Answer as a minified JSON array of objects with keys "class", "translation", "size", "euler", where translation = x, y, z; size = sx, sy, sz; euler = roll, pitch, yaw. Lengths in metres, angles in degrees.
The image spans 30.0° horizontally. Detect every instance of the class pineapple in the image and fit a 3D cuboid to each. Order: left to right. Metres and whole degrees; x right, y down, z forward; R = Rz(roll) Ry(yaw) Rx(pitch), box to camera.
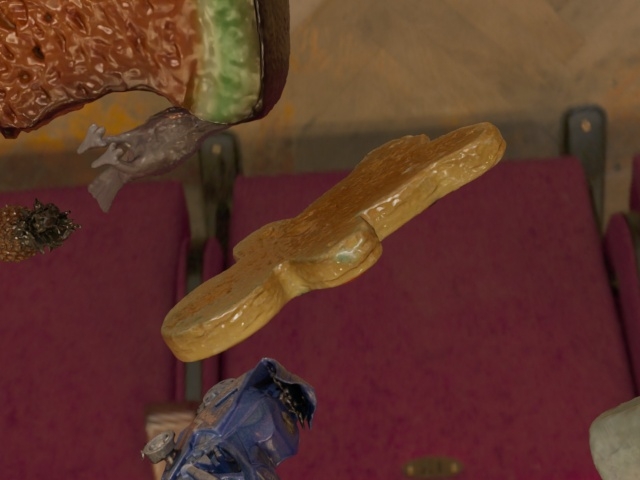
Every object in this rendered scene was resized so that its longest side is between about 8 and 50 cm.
[{"class":"pineapple","translation":[-0.257,-0.006,1.052],"size":[0.058,0.058,0.124],"euler":[47,156,-24]}]

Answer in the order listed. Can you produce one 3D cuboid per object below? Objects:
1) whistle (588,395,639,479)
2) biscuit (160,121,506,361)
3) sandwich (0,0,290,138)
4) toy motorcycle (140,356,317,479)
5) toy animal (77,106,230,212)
[{"class":"whistle","translation":[0.275,0.049,0.555],"size":[0.142,0.133,0.346],"euler":[37,137,-18]},{"class":"biscuit","translation":[0.000,0.000,0.745],"size":[0.234,0.153,0.030],"euler":[-38,105,-23]},{"class":"sandwich","translation":[-0.170,-0.185,0.885],"size":[0.301,0.162,0.250],"euler":[-17,104,8]},{"class":"toy motorcycle","translation":[-0.058,0.149,0.862],"size":[0.114,0.205,0.076],"euler":[-25,110,18]},{"class":"toy animal","translation":[-0.244,-0.124,1.651],"size":[0.367,0.206,0.081],"euler":[-29,80,29]}]
